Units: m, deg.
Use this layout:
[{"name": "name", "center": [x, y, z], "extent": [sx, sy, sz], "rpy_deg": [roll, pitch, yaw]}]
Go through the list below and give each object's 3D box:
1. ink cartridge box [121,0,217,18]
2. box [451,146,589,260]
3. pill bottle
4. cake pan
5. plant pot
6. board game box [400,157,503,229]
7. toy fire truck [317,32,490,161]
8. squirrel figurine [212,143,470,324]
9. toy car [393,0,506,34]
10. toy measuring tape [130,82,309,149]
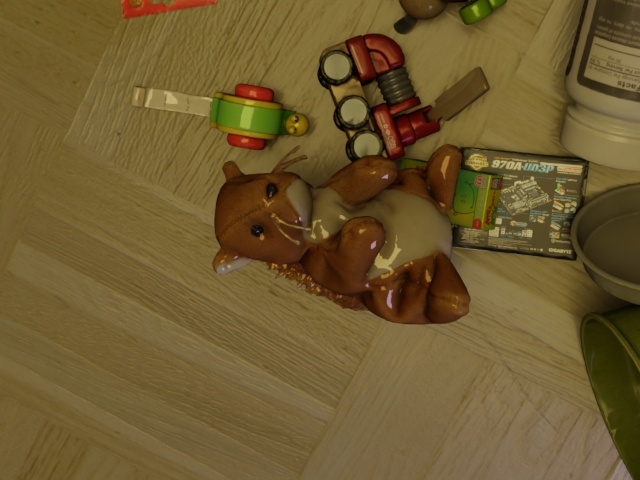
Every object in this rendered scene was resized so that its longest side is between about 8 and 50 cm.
[{"name": "ink cartridge box", "center": [-0.287, -0.516, 1.863], "extent": [0.181, 0.056, 0.224], "rpy_deg": [-7, 94, 9]}, {"name": "box", "center": [0.338, -0.064, 1.824], "extent": [0.220, 0.051, 0.175], "rpy_deg": [6, 97, 8]}, {"name": "pill bottle", "center": [0.501, -0.306, 1.668], "extent": [0.204, 0.204, 0.361], "rpy_deg": [13, 114, 6]}, {"name": "cake pan", "center": [0.550, 0.008, 1.705], "extent": [0.293, 0.293, 0.054], "rpy_deg": [-3, 127, 8]}, {"name": "plant pot", "center": [0.655, 0.227, 1.688], "extent": [0.353, 0.366, 0.366], "rpy_deg": [-20, 93, -2]}, {"name": "board game box", "center": [0.214, -0.080, 1.798], "extent": [0.181, 0.043, 0.092], "rpy_deg": [15, 101, 39]}, {"name": "toy fire truck", "center": [0.139, -0.256, 1.793], "extent": [0.246, 0.158, 0.217], "rpy_deg": [-21, 93, -2]}, {"name": "squirrel figurine", "center": [0.000, 0.000, 1.707], "extent": [0.371, 0.397, 0.281], "rpy_deg": [6, 75, -16]}, {"name": "toy car", "center": [0.187, -0.422, 1.785], "extent": [0.188, 0.149, 0.155], "rpy_deg": [-20, 103, 35]}, {"name": "toy measuring tape", "center": [-0.183, -0.226, 1.849], "extent": [0.330, 0.121, 0.121], "rpy_deg": [11, 98, 7]}]
